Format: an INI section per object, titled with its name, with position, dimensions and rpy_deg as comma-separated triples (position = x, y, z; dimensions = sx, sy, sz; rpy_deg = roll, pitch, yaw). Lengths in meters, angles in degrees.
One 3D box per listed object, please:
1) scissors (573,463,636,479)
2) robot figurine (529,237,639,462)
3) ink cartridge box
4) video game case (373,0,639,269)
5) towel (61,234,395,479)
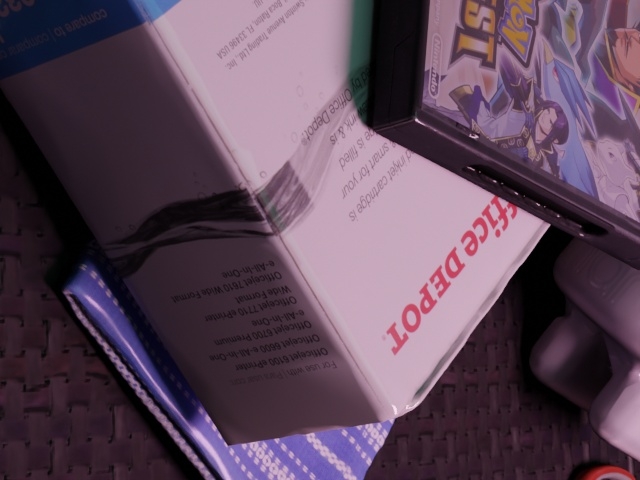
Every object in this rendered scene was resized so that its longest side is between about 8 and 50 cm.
[scissors]
position = 0.167, 0.215, 1.338
dimensions = 0.297, 0.021, 0.109
rpy_deg = 15, 76, -52
[robot figurine]
position = 0.314, 0.002, 1.333
dimensions = 0.353, 0.300, 0.200
rpy_deg = -52, 142, 5
[ink cartridge box]
position = -0.027, -0.079, 0.963
dimensions = 0.307, 0.129, 0.223
rpy_deg = 60, 43, -17
[video game case]
position = 0.129, -0.149, 1.031
dimensions = 0.248, 0.035, 0.274
rpy_deg = 24, 62, -43
[towel]
position = 0.000, 0.000, 1.087
dimensions = 0.243, 0.040, 0.336
rpy_deg = 54, 46, -25
